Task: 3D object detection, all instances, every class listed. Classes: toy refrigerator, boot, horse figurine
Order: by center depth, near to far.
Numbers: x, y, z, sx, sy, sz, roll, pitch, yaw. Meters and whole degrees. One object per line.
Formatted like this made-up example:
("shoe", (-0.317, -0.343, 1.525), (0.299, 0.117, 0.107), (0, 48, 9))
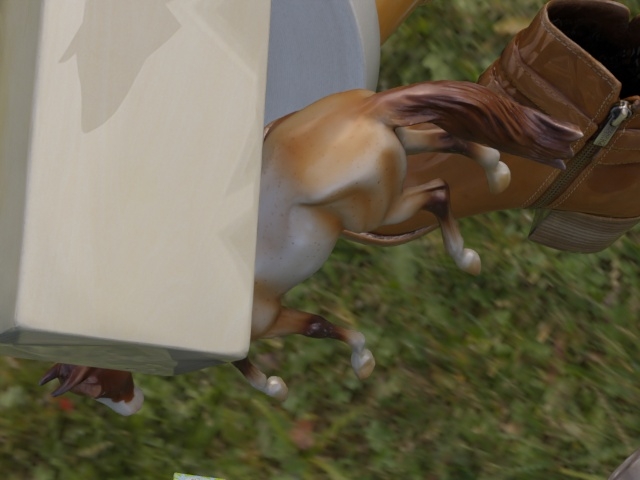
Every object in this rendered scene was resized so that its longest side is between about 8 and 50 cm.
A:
("toy refrigerator", (-0.086, -0.083, 0.831), (0.094, 0.102, 0.270), (-18, 66, 62))
("horse figurine", (0.000, 0.000, 0.966), (0.263, 0.174, 0.066), (-43, 48, 15))
("boot", (0.109, -0.077, 1.263), (0.283, 0.220, 0.109), (14, 61, -7))

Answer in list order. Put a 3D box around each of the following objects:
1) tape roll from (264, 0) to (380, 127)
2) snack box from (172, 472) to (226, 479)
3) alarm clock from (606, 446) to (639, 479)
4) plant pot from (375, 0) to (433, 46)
("tape roll", (-0.145, -0.161, 1.601), (0.392, 0.072, 0.392), (6, 120, 11))
("snack box", (-0.082, 0.228, 1.184), (0.037, 0.100, 0.141), (6, 108, -2))
("alarm clock", (0.239, 0.161, 1.274), (0.129, 0.192, 0.064), (-23, 56, -22))
("plant pot", (0.019, -0.272, 1.990), (0.205, 0.205, 0.188), (21, 70, 25))
